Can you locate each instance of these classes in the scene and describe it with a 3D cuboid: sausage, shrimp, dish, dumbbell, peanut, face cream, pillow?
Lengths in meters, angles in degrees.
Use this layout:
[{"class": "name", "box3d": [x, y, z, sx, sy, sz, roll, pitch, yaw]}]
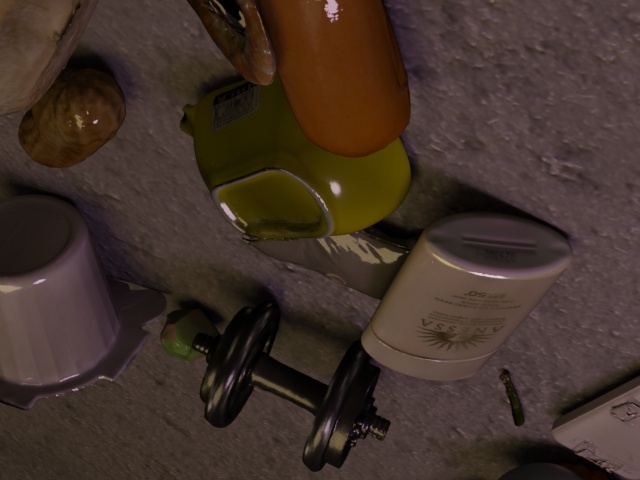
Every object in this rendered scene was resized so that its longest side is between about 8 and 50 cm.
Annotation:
[{"class": "sausage", "box3d": [-0.002, -0.226, 1.576, 0.134, 0.116, 0.354, 35, 157, 38]}, {"class": "shrimp", "box3d": [-0.106, -0.244, 1.590, 0.219, 0.046, 0.152, 55, 168, 29]}, {"class": "dish", "box3d": [-0.042, -0.072, 1.836, 0.262, 0.108, 0.221, -6, 132, 36]}, {"class": "dumbbell", "box3d": [-0.041, 0.194, 2.243, 0.290, 0.192, 0.192, 24, 152, 8]}, {"class": "peanut", "box3d": [-0.301, -0.147, 1.996, 0.108, 0.095, 0.226, 49, 153, -6]}, {"class": "face cream", "box3d": [0.158, 0.074, 1.953, 0.173, 0.081, 0.348, 6, 154, -11]}, {"class": "pillow", "box3d": [0.000, 0.000, 2.016, 0.255, 0.059, 0.169, 24, 150, 8]}]

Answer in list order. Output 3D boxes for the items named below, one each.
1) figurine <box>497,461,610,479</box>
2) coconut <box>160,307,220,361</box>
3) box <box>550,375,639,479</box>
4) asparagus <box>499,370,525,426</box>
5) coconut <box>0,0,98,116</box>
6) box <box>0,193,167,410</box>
[{"class": "figurine", "box3d": [0.380, 0.465, 2.322, 0.224, 0.205, 0.382, -23, 130, 36]}, {"class": "coconut", "box3d": [-0.191, 0.135, 2.394, 0.081, 0.083, 0.082, 46, 115, 13]}, {"class": "box", "box3d": [0.405, 0.231, 2.069, 0.142, 0.044, 0.285, 29, 152, -9]}, {"class": "asparagus", "box3d": [0.253, 0.209, 2.193, 0.018, 0.015, 0.127, 12, 149, 24]}, {"class": "coconut", "box3d": [-0.366, -0.276, 1.629, 0.323, 0.323, 0.323, 21, 152, 12]}, {"class": "box", "box3d": [-0.370, 0.063, 2.305, 0.291, 0.262, 0.206, -13, 135, -4]}]
